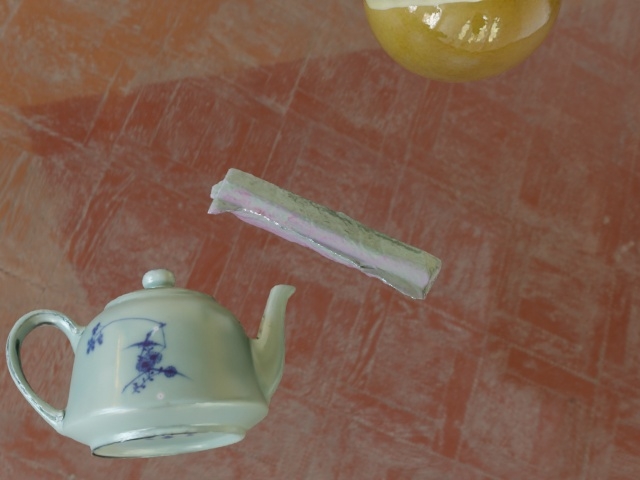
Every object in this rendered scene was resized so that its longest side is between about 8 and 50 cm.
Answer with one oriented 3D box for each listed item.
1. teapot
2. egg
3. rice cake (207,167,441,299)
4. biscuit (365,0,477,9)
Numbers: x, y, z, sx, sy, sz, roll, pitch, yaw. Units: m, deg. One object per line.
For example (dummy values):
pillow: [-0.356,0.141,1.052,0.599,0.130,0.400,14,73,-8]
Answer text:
teapot: [-0.129,0.092,0.709,0.231,0.159,0.159,-4,71,-10]
egg: [0.205,-0.349,1.248,0.322,0.250,0.250,-14,74,-46]
rice cake: [0.002,-0.001,1.046,0.290,0.051,0.081,23,46,-3]
biscuit: [0.108,-0.236,0.789,0.056,0.188,0.052,-36,117,-29]
